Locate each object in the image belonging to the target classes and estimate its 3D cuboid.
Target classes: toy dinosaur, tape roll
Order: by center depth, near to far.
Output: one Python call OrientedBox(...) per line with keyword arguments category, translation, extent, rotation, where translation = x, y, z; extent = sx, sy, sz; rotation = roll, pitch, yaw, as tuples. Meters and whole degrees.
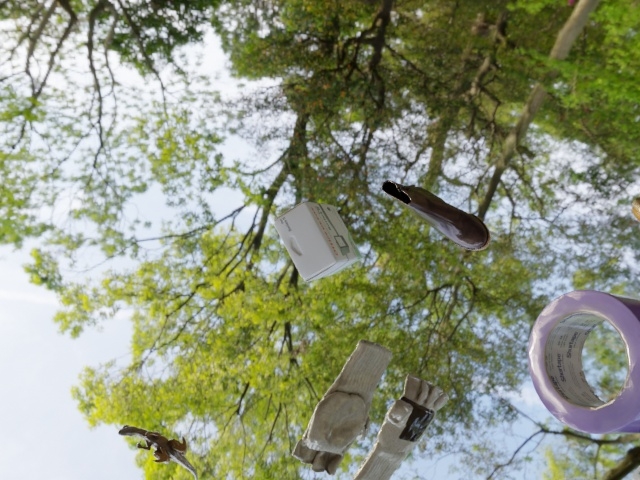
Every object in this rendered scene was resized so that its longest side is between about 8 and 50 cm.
OrientedBox(category="tape roll", translation=(0.385, 0.165, 0.696), extent=(0.080, 0.188, 0.188), rotation=(11, -142, -24))
OrientedBox(category="toy dinosaur", translation=(-0.295, 0.418, 1.008), extent=(0.211, 0.112, 0.064), rotation=(42, -118, -11))

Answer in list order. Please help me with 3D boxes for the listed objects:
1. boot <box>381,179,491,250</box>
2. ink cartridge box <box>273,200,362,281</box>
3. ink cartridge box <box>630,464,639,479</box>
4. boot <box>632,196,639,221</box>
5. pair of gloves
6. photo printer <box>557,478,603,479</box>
OrientedBox(category="boot", translation=(0.284, -0.062, 1.270), extent=(0.207, 0.090, 0.248), rotation=(13, -158, -42))
OrientedBox(category="ink cartridge box", translation=(0.000, 0.000, 1.496), extent=(0.198, 0.115, 0.273), rotation=(61, -163, 8))
OrientedBox(category="ink cartridge box", translation=(0.630, 0.361, 0.785), extent=(0.232, 0.189, 0.066), rotation=(35, -177, -6))
OrientedBox(category="boot", translation=(0.528, 0.081, 0.736), extent=(0.295, 0.211, 0.104), rotation=(27, -146, 1))
OrientedBox(category="pair of gloves", translation=(0.082, 0.274, 0.765), extent=(0.204, 0.240, 0.042), rotation=(-55, -144, -6))
OrientedBox(category="photo printer", translation=(0.367, 0.466, 0.720), extent=(0.256, 0.307, 0.107), rotation=(19, -156, -16))
